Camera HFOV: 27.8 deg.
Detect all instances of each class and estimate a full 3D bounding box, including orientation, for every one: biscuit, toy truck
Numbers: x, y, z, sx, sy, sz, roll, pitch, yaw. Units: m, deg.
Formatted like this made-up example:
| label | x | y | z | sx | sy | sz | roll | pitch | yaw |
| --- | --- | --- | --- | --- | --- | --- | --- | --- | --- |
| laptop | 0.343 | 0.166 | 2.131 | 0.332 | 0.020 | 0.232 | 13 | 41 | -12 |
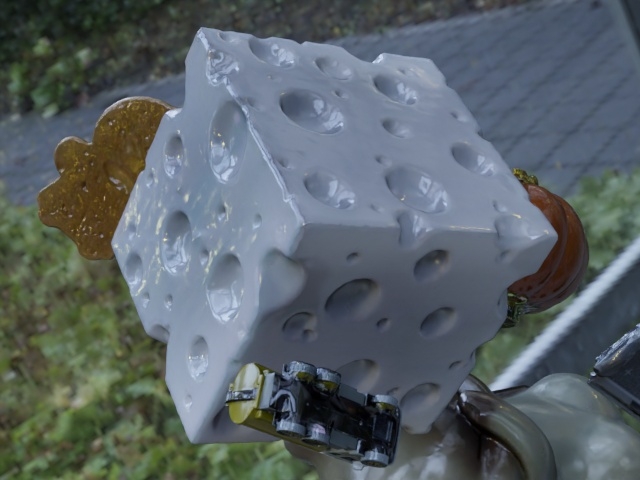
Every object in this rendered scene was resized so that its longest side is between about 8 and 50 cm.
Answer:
| label | x | y | z | sx | sy | sz | roll | pitch | yaw |
| --- | --- | --- | --- | --- | --- | --- | --- | --- | --- |
| biscuit | -0.202 | -0.067 | 1.289 | 0.184 | 0.133 | 0.027 | -61 | -3 | 10 |
| toy truck | -0.003 | 0.123 | 0.911 | 0.063 | 0.123 | 0.052 | -15 | 57 | 48 |

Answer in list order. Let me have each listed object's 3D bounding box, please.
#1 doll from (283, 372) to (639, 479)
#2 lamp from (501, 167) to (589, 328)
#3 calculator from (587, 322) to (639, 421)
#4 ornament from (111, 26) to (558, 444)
| label | x | y | z | sx | sy | sz | roll | pitch | yaw |
| --- | --- | --- | --- | --- | --- | --- | --- | --- | --- |
| doll | 0.172 | 0.231 | 1.279 | 0.226 | 0.370 | 0.215 | -52 | 39 | 29 |
| lamp | 0.226 | 0.008 | 1.625 | 0.223 | 0.223 | 0.196 | -7 | 65 | 44 |
| calculator | 0.351 | 0.121 | 1.043 | 0.166 | 0.274 | 0.028 | -43 | 31 | 22 |
| ornament | 0.000 | 0.000 | 1.071 | 0.240 | 0.240 | 0.239 | 2 | 41 | -33 |
